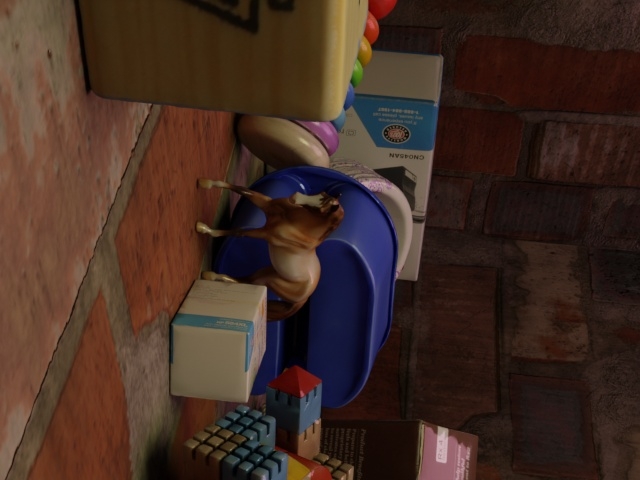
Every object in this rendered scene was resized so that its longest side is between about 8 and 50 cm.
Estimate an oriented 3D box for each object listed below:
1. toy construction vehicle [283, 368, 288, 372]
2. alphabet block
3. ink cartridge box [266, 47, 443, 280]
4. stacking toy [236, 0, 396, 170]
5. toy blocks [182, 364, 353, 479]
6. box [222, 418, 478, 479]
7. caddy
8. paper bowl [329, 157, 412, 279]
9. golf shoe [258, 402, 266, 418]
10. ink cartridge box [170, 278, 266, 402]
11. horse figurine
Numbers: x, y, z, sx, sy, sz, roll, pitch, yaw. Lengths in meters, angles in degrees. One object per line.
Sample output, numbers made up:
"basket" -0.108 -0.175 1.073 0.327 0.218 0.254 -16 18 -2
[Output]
"toy construction vehicle" -0.095 0.173 1.506 0.035 0.098 0.086 86 -7 -51
"alphabet block" -0.063 -0.224 0.727 0.192 0.193 0.197 -78 172 -53
"ink cartridge box" 0.054 -0.131 1.733 0.166 0.285 0.395 -79 172 -48
"stacking toy" 0.016 -0.256 1.397 0.330 0.141 0.141 -62 169 -15
"toy blocks" -0.079 0.303 1.050 0.381 0.190 0.261 -30 129 -52
"box" 0.020 0.347 1.351 0.143 0.381 0.191 22 69 -42
"caddy" -0.020 0.065 1.368 0.179 0.241 0.342 -64 161 -59
"paper bowl" 0.000 0.000 1.591 0.148 0.284 0.284 38 -41 40
"golf shoe" -0.087 0.349 1.790 0.306 0.115 0.140 103 -16 -74
"ink cartridge box" -0.114 0.110 1.143 0.143 0.089 0.092 -72 167 -67
"horse figurine" -0.059 0.018 1.190 0.263 0.174 0.066 92 8 -45
